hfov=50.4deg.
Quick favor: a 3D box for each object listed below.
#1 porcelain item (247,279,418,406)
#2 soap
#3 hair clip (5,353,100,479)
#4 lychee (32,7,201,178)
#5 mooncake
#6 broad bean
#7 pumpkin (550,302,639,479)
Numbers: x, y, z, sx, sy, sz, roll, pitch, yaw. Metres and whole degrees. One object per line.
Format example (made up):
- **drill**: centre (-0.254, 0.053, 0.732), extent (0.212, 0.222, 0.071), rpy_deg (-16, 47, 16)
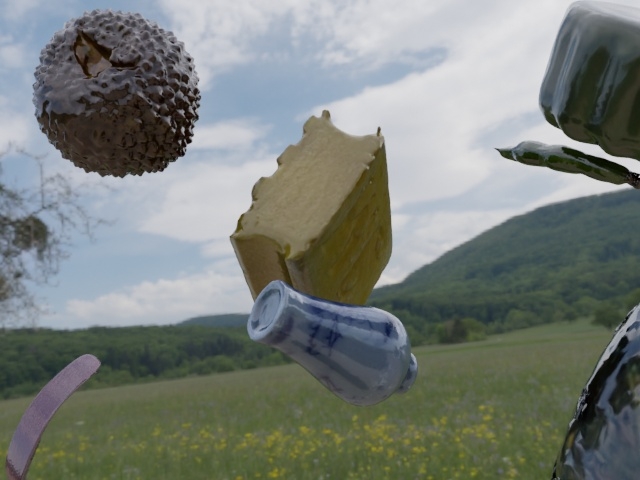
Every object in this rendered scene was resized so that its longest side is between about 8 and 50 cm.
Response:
- **porcelain item**: centre (0.026, 0.146, 0.951), extent (0.259, 0.141, 0.141), rpy_deg (28, -29, -29)
- **soap**: centre (0.000, 0.000, 1.169), extent (0.156, 0.293, 0.335), rpy_deg (20, -33, 22)
- **hair clip**: centre (-0.259, 0.167, 0.645), extent (0.022, 0.137, 0.054), rpy_deg (40, -13, -36)
- **lychee**: centre (-0.300, -0.213, 1.045), extent (0.268, 0.267, 0.267), rpy_deg (-7, -11, -1)
- **mooncake**: centre (0.480, -0.217, 0.965), extent (0.352, 0.187, 0.351), rpy_deg (8, 29, -5)
- **broad bean**: centre (0.384, -0.131, 1.094), extent (0.060, 0.043, 0.297), rpy_deg (26, 2, -32)
- **pumpkin**: centre (0.352, 0.174, 0.421), extent (0.455, 0.453, 0.344), rpy_deg (1, 15, -36)
